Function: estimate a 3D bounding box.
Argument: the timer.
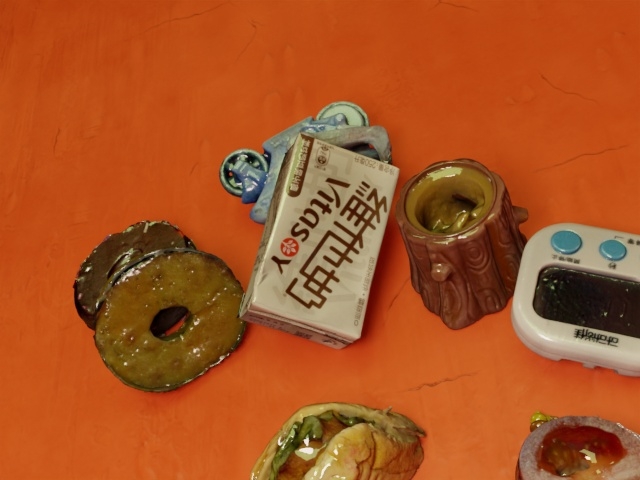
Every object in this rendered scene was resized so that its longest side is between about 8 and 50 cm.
[{"bbox_3d":[0.432,0.091,1.530,0.262,0.087,0.237,11,58,13],"label":"timer"}]

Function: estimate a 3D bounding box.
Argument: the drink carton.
[{"bbox_3d":[0.000,-0.001,1.686,0.194,0.132,0.324,18,71,-9],"label":"drink carton"}]

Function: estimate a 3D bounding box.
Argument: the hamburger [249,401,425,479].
[{"bbox_3d":[0.004,0.341,1.451,0.330,0.209,0.162,-43,49,-16],"label":"hamburger"}]

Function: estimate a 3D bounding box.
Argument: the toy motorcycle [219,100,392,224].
[{"bbox_3d":[-0.016,-0.123,1.854,0.319,0.182,0.241,-28,47,-2],"label":"toy motorcycle"}]

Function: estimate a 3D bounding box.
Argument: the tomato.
[{"bbox_3d":[0.378,0.354,1.345,0.199,0.112,0.228,-22,51,-15],"label":"tomato"}]

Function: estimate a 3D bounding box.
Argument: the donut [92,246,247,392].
[{"bbox_3d":[-0.271,0.131,1.733,0.272,0.272,0.107,-37,20,-9],"label":"donut"}]

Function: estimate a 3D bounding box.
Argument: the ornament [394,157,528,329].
[{"bbox_3d":[0.226,-0.001,1.626,0.235,0.217,0.221,13,59,29],"label":"ornament"}]

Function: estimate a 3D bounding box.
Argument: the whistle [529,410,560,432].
[{"bbox_3d":[0.338,0.297,1.456,0.057,0.046,0.109,-19,40,27],"label":"whistle"}]

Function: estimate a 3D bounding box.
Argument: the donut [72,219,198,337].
[{"bbox_3d":[-0.346,0.082,1.884,0.270,0.103,0.269,-12,47,13],"label":"donut"}]
